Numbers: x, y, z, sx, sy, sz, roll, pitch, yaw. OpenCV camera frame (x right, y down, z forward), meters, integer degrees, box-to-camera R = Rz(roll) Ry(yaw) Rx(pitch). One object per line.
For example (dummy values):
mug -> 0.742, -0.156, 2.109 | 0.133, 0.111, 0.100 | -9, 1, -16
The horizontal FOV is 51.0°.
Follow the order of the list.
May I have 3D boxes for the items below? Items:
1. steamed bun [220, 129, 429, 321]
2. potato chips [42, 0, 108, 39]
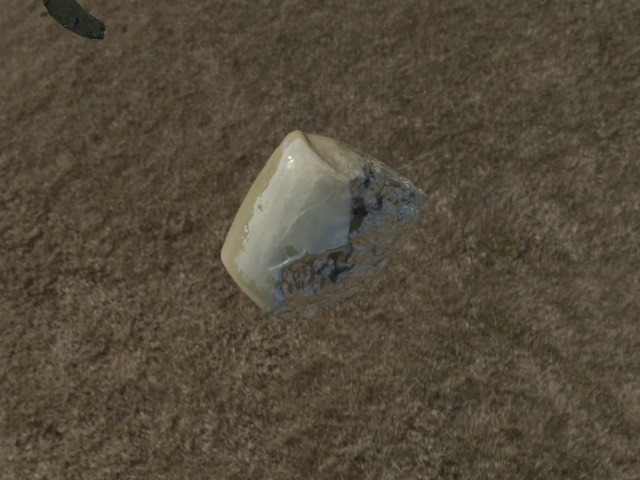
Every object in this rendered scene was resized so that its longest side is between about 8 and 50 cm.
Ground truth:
steamed bun -> 0.000, 0.000, 0.804 | 0.226, 0.199, 0.170 | -58, 19, 13
potato chips -> -0.424, -0.400, 1.114 | 0.059, 0.167, 0.228 | -37, 22, -3
